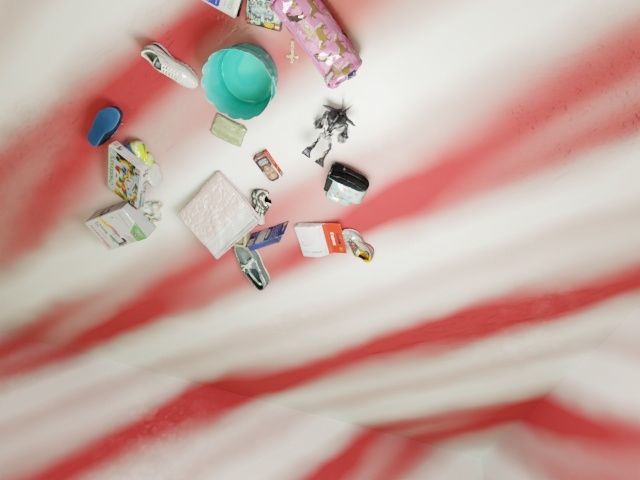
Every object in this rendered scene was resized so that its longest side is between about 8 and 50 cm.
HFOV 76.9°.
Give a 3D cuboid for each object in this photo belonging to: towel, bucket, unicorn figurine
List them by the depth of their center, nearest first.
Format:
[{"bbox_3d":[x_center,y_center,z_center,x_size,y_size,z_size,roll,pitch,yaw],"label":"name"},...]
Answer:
[{"bbox_3d":[-0.302,-0.627,1.579,0.281,0.183,0.281,5,126,7],"label":"bucket"},{"bbox_3d":[-0.408,-0.486,1.795,0.148,0.027,0.110,25,127,-8],"label":"towel"},{"bbox_3d":[-0.502,-0.118,1.977,0.332,0.053,0.317,-40,91,18],"label":"towel"},{"bbox_3d":[-0.864,-0.161,2.096,0.111,0.060,0.161,6,142,5],"label":"unicorn figurine"}]

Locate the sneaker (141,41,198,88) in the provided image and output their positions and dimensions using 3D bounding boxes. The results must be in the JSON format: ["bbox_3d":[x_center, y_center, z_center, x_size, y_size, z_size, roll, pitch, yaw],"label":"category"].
[{"bbox_3d":[-0.610,-0.696,1.637,0.235,0.094,0.090,34,122,-16],"label":"sneaker"}]

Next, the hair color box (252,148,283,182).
[{"bbox_3d":[-0.241,-0.342,1.860,0.072,0.043,0.141,-24,119,23],"label":"hair color box"}]

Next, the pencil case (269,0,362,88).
[{"bbox_3d":[-0.013,-0.744,1.454,0.160,0.167,0.386,-29,116,27],"label":"pencil case"}]

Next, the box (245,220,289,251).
[{"bbox_3d":[-0.260,-0.021,2.037,0.225,0.136,0.036,-18,120,21],"label":"box"}]

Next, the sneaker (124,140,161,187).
[{"bbox_3d":[-0.857,-0.368,1.935,0.126,0.091,0.240,10,129,25],"label":"sneaker"}]

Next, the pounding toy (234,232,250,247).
[{"bbox_3d":[-0.451,-0.086,2.058,0.181,0.094,0.205,8,109,6],"label":"pounding toy"}]

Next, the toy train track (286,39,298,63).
[{"bbox_3d":[-0.111,-0.735,1.573,0.048,0.014,0.083,8,126,4],"label":"toy train track"}]

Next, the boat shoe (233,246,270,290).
[{"bbox_3d":[-0.378,0.141,2.198,0.116,0.099,0.319,-16,121,20],"label":"boat shoe"}]

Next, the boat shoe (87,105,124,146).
[{"bbox_3d":[-0.970,-0.528,1.828,0.258,0.089,0.109,-25,105,30],"label":"boat shoe"}]

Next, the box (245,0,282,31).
[{"bbox_3d":[-0.207,-0.845,1.501,0.137,0.027,0.093,14,128,-1],"label":"box"}]

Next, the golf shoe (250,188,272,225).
[{"bbox_3d":[-0.282,-0.156,1.982,0.094,0.077,0.198,2,127,8],"label":"golf shoe"}]

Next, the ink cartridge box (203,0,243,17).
[{"bbox_3d":[-0.438,-0.970,1.427,0.371,0.069,0.175,24,127,-11],"label":"ink cartridge box"}]

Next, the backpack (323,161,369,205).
[{"bbox_3d":[0.117,-0.241,1.796,0.189,0.165,0.144,17,129,2],"label":"backpack"}]

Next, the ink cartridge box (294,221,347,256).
[{"bbox_3d":[0.000,0.000,2.025,0.233,0.066,0.189,6,129,30],"label":"ink cartridge box"}]

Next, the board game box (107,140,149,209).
[{"bbox_3d":[-0.924,-0.303,1.931,0.193,0.053,0.305,38,138,1],"label":"board game box"}]

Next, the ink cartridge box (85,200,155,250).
[{"bbox_3d":[-1.061,-0.082,2.142,0.278,0.117,0.201,-15,122,20],"label":"ink cartridge box"}]

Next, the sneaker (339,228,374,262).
[{"bbox_3d":[0.185,0.026,2.023,0.225,0.092,0.088,38,124,-15],"label":"sneaker"}]

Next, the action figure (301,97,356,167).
[{"bbox_3d":[0.036,-0.452,1.682,0.164,0.141,0.275,34,98,-5],"label":"action figure"}]
